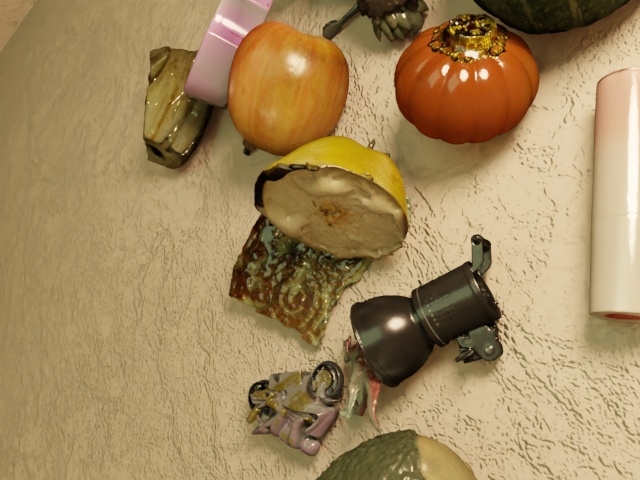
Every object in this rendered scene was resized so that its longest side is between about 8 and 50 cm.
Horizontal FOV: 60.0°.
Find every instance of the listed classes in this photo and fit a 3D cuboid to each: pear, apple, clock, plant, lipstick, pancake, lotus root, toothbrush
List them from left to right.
[{"bbox_3d":[-0.378,-0.344,1.472,0.210,0.142,0.313,11,75,4],"label":"lotus root"},{"bbox_3d":[-0.204,-0.465,1.279,0.338,0.102,0.338,-57,18,30],"label":"clock"},{"bbox_3d":[-0.065,-0.299,1.116,0.242,0.242,0.240,40,117,41],"label":"apple"},{"bbox_3d":[-0.004,-0.002,1.086,0.305,0.067,0.426,42,102,33],"label":"pancake"},{"bbox_3d":[0.032,-0.097,0.946,0.267,0.267,0.178,-14,44,36],"label":"pear"},{"bbox_3d":[0.118,-0.534,1.179,0.297,0.030,0.030,-33,46,28],"label":"toothbrush"},{"bbox_3d":[0.132,-0.484,1.052,0.129,0.194,0.132,-10,43,35],"label":"plant"},{"bbox_3d":[0.405,-0.060,0.728,0.087,0.087,0.326,-3,73,40],"label":"lipstick"}]

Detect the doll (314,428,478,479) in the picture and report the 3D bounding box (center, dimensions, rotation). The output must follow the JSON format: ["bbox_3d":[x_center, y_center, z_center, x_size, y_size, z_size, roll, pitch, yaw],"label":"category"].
[{"bbox_3d":[0.067,0.418,0.753,0.350,0.247,0.247,-34,53,3],"label":"doll"}]

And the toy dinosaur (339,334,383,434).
[{"bbox_3d":[0.074,0.210,0.877,0.242,0.053,0.167,-134,64,-81],"label":"toy dinosaur"}]

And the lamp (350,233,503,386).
[{"bbox_3d":[0.181,0.118,0.837,0.228,0.147,0.171,-29,71,21],"label":"lamp"}]

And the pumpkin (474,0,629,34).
[{"bbox_3d":[0.339,-0.459,0.810,0.292,0.257,0.327,-27,51,19],"label":"pumpkin"}]

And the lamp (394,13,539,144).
[{"bbox_3d":[0.227,-0.251,0.874,0.223,0.196,0.223,-3,49,4],"label":"lamp"}]

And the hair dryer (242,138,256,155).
[{"bbox_3d":[-0.146,-0.277,1.281,0.064,0.117,0.181,52,134,38],"label":"hair dryer"}]

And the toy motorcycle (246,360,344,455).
[{"bbox_3d":[-0.043,0.308,0.989,0.225,0.073,0.152,-23,63,32],"label":"toy motorcycle"}]
